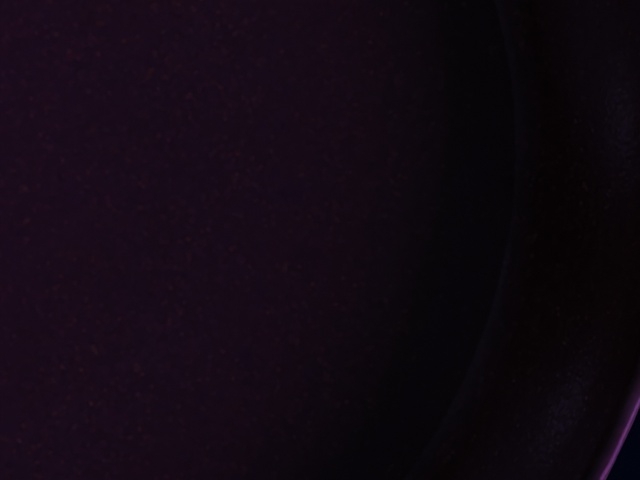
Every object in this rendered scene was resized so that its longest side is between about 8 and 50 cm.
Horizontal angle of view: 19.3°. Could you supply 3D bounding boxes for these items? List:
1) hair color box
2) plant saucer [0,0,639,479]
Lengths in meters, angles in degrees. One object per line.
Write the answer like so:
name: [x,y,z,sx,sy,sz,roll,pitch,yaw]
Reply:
hair color box: [0.000,0.000,0.551,0.174,0.347,0.105,33,76,-74]
plant saucer: [-0.076,-0.024,0.413,0.050,0.310,0.310,156,-45,-80]
